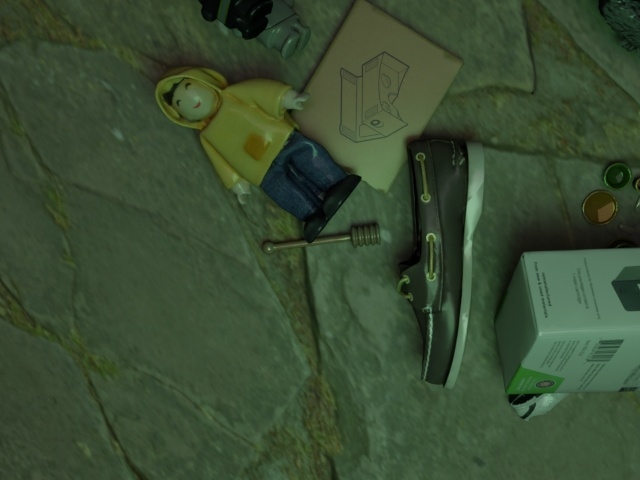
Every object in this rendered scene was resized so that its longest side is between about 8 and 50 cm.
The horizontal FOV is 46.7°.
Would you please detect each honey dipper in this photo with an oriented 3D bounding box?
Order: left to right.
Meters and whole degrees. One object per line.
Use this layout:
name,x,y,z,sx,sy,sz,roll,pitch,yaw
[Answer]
honey dipper,0.000,0.000,1.002,0.161,0.030,0.030,-6,99,4

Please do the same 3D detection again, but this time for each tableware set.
tableware set,0.398,-0.021,0.995,0.104,0.024,0.154,23,100,-3

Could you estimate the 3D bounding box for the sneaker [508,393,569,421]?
sneaker,0.317,0.214,1.033,0.109,0.040,0.043,-25,115,8

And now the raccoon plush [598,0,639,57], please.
raccoon plush,0.530,-0.337,0.904,0.446,0.216,0.299,35,83,-35

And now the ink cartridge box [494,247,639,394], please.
ink cartridge box,0.374,0.104,0.921,0.273,0.198,0.114,-2,58,0

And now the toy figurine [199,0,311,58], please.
toy figurine,-0.056,-0.335,0.858,0.148,0.209,0.213,43,104,10

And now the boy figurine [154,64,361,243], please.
boy figurine,-0.082,-0.132,0.936,0.285,0.092,0.177,41,122,-2

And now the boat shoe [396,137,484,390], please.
boat shoe,0.148,0.030,0.963,0.097,0.116,0.324,4,95,2

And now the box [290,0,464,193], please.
box,0.068,-0.187,0.973,0.164,0.021,0.201,30,98,-4
